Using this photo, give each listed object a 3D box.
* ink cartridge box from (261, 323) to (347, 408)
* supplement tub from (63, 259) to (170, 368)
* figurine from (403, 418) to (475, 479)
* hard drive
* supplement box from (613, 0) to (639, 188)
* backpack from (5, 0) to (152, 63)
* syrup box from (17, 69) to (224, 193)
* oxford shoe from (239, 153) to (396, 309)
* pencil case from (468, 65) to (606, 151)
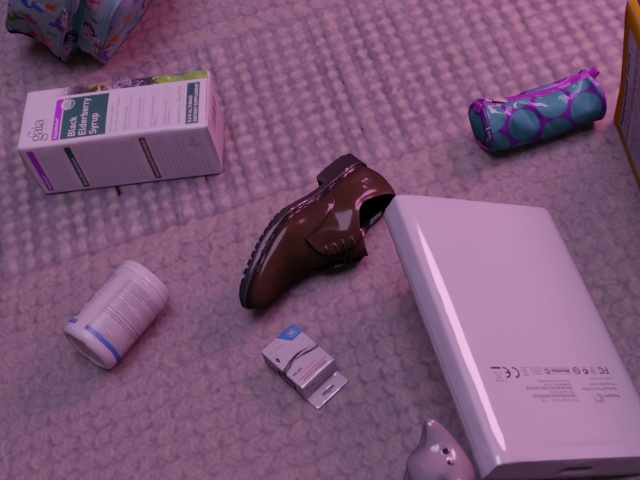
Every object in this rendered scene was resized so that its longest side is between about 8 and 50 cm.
[{"bbox_3d":[-0.016,0.133,1.117,0.048,0.028,0.083,-42,59,-18],"label":"ink cartridge box"},{"bbox_3d":[-0.225,0.082,1.166,0.071,0.071,0.107,28,64,26],"label":"supplement tub"},{"bbox_3d":[0.130,0.273,0.880,0.092,0.209,0.215,-21,54,-4],"label":"figurine"},{"bbox_3d":[0.197,0.088,1.044,0.203,0.040,0.307,4,48,-27],"label":"hard drive"},{"bbox_3d":[0.447,-0.079,1.075,0.195,0.194,0.356,-10,54,3],"label":"supplement box"},{"bbox_3d":[-0.309,-0.377,1.394,0.191,0.253,0.225,25,60,3],"label":"backpack"},{"bbox_3d":[-0.243,-0.133,1.305,0.237,0.096,0.093,-5,55,6],"label":"syrup box"},{"bbox_3d":[0.000,0.000,1.176,0.096,0.083,0.227,34,68,24],"label":"oxford shoe"},{"bbox_3d":[0.255,-0.153,1.241,0.152,0.070,0.064,-17,37,-3],"label":"pencil case"}]
